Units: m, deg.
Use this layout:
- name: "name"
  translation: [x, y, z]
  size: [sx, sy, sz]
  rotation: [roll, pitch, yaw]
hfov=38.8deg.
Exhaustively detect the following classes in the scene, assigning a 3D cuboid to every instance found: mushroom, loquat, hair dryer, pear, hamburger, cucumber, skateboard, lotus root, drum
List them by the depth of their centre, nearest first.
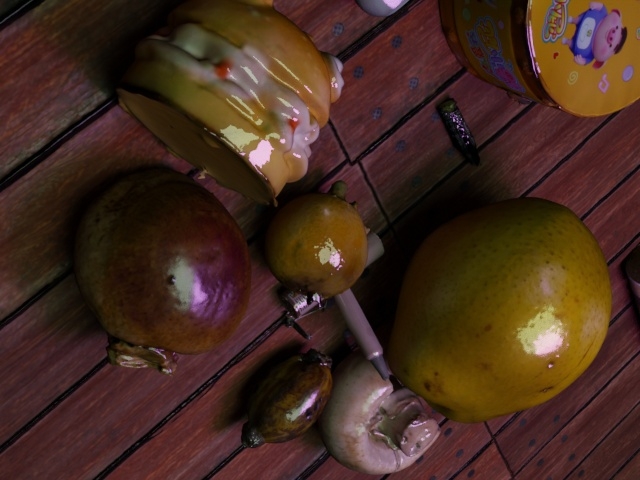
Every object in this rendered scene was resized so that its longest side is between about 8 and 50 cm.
- name: "hamburger"
  translation: [-0.105, -0.204, 1.191]
  size: [0.276, 0.276, 0.237]
  rotation: [42, 74, -41]
- name: "mushroom"
  translation: [-0.214, 0.054, 1.268]
  size: [0.263, 0.195, 0.283]
  rotation: [2, 110, -43]
- name: "loquat"
  translation: [0.000, 0.000, 1.427]
  size: [0.172, 0.149, 0.204]
  rotation: [35, 75, -40]
- name: "drum"
  translation: [0.412, -0.421, 1.476]
  size: [0.431, 0.214, 0.431]
  rotation: [-16, 121, -29]
- name: "hair dryer"
  translation: [0.075, 0.116, 1.508]
  size: [0.195, 0.220, 0.053]
  rotation: [-37, 165, -18]
- name: "lotus root"
  translation: [-0.055, 0.273, 1.537]
  size: [0.209, 0.120, 0.120]
  rotation: [-47, 130, -11]
- name: "skateboard"
  translation: [-0.011, 0.134, 1.543]
  size: [0.083, 0.064, 0.032]
  rotation: [-25, 137, -34]
- name: "pear"
  translation: [0.307, 0.119, 1.568]
  size: [0.418, 0.362, 0.362]
  rotation: [-50, 131, -9]
- name: "cucumber"
  translation: [0.250, -0.178, 1.595]
  size: [0.039, 0.043, 0.163]
  rotation: [-14, 131, 22]
- name: "mushroom"
  translation: [0.099, 0.333, 1.630]
  size: [0.189, 0.195, 0.254]
  rotation: [-49, 128, -1]

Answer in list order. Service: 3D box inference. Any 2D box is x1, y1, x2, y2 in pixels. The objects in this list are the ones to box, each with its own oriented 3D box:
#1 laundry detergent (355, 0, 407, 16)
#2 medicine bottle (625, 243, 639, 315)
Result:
- name: "laundry detergent"
  translation: [0.065, -0.474, 1.269]
  size: [0.215, 0.105, 0.280]
  rotation: [-49, 132, -3]
- name: "medicine bottle"
  translation: [0.808, 0.154, 2.080]
  size: [0.151, 0.151, 0.322]
  rotation: [-42, 129, -12]
